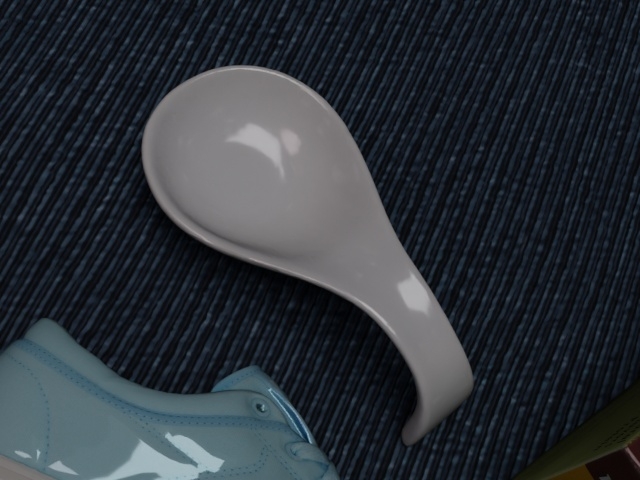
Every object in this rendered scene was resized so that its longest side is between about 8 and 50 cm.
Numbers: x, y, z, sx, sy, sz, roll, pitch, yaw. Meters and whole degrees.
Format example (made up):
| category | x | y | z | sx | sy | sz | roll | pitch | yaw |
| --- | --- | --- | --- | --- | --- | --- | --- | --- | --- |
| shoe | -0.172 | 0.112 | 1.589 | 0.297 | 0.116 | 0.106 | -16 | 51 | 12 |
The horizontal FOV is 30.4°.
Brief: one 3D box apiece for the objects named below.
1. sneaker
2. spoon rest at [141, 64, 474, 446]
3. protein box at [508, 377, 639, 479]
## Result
| category | x | y | z | sx | sy | sz | roll | pitch | yaw |
| --- | --- | --- | --- | --- | --- | --- | --- | --- | --- |
| sneaker | -0.026 | 0.148 | 0.655 | 0.366 | 0.135 | 0.150 | 25 | 68 | -6 |
| spoon rest | 0.000 | 0.000 | 0.748 | 0.137 | 0.084 | 0.276 | -37 | 83 | -25 |
| protein box | 0.236 | 0.143 | 0.692 | 0.200 | 0.201 | 0.136 | -31 | 80 | -24 |
